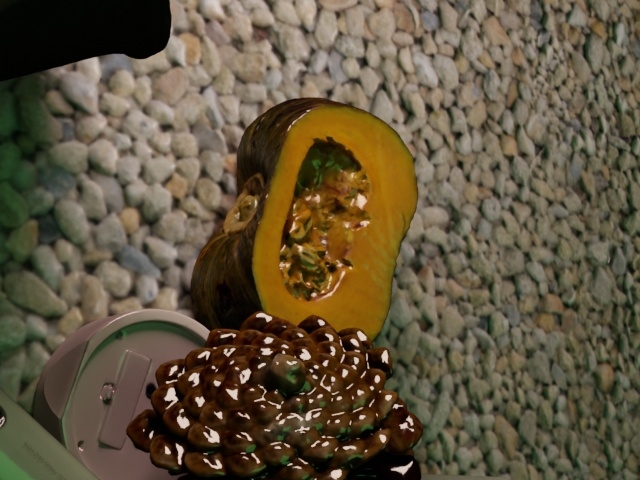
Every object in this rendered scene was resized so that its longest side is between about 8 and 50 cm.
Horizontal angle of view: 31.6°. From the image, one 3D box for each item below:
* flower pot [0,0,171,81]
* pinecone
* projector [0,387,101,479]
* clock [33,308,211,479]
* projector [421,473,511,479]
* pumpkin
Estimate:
[{"bbox_3d":[-0.331,-0.257,0.930,0.251,0.379,0.379,-38,106,-13],"label":"flower pot"},{"bbox_3d":[-0.031,0.209,1.006,0.264,0.264,0.264,7,78,-36],"label":"pinecone"},{"bbox_3d":[-0.288,0.182,0.955,0.337,0.108,0.108,46,58,-11],"label":"projector"},{"bbox_3d":[-0.174,0.167,1.097,0.197,0.068,0.196,8,77,-36],"label":"clock"},{"bbox_3d":[0.083,0.339,1.176,0.250,0.198,0.108,-21,94,-38],"label":"projector"},{"bbox_3d":[0.000,0.000,1.218,0.222,0.139,0.317,28,64,-27],"label":"pumpkin"}]
